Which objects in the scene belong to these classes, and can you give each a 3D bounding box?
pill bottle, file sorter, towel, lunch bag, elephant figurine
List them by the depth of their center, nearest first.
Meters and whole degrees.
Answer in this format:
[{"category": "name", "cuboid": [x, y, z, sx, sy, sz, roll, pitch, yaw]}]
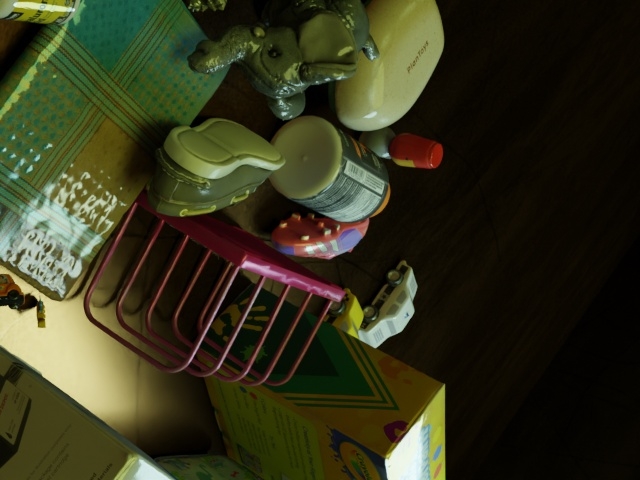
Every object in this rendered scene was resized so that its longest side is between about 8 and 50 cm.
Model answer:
[{"category": "pill bottle", "cuboid": [-0.293, -0.244, 0.912, 0.116, 0.065, 0.065, -10, 121, -56]}, {"category": "towel", "cuboid": [-0.265, -0.132, 1.081, 0.370, 0.040, 0.271, -56, 151, -12]}, {"category": "elephant figurine", "cuboid": [-0.037, -0.236, 1.207, 0.169, 0.185, 0.240, 90, 16, -56]}, {"category": "file sorter", "cuboid": [-0.143, 0.078, 1.286, 0.182, 0.202, 0.290, -62, 152, 2]}, {"category": "pill bottle", "cuboid": [0.025, -0.101, 1.492, 0.245, 0.130, 0.131, 23, 93, -62]}, {"category": "lunch bag", "cuboid": [-0.177, 0.415, 1.525, 0.219, 0.176, 0.090, 18, 102, -60]}]

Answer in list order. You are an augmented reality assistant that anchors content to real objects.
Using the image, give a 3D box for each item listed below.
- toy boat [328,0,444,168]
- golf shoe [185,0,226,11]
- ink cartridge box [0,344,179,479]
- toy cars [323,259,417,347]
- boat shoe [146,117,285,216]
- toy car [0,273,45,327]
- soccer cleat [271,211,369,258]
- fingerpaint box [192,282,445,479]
[{"category": "toy boat", "cuboid": [0.099, -0.240, 1.517, 0.267, 0.148, 0.318, -53, 143, -30]}, {"category": "golf shoe", "cuboid": [-0.155, -0.343, 1.087, 0.176, 0.069, 0.086, 58, 42, -61]}, {"category": "ink cartridge box", "cuboid": [-0.297, 0.237, 1.041, 0.129, 0.307, 0.223, -53, 150, -15]}, {"category": "toy cars", "cuboid": [0.094, 0.167, 1.866, 0.393, 0.087, 0.177, -22, 131, -51]}, {"category": "boat shoe", "cuboid": [-0.134, -0.093, 1.236, 0.091, 0.109, 0.305, -57, 171, 16]}, {"category": "toy car", "cuboid": [-0.361, 0.069, 1.102, 0.122, 0.060, 0.041, 87, -7, -68]}, {"category": "soccer cleat", "cuboid": [0.000, 0.000, 1.589, 0.248, 0.083, 0.095, -22, 135, -55]}, {"category": "fingerpaint box", "cuboid": [0.014, 0.329, 1.568, 0.163, 0.371, 0.445, -46, 146, -30]}]
